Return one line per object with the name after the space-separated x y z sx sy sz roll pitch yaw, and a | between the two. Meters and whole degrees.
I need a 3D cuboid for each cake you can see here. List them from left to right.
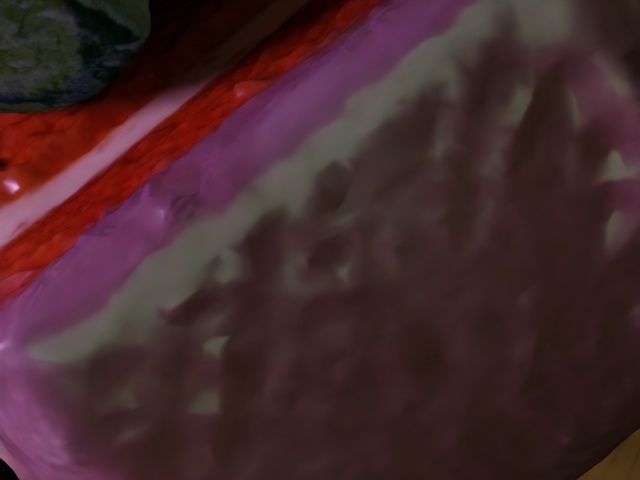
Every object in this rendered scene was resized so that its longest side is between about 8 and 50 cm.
0.000 0.000 0.755 0.309 0.237 0.230 -37 117 -6 | cake

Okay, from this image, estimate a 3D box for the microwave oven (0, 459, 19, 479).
-0.160 0.192 0.813 0.163 0.129 0.205 -40 119 2 | microwave oven

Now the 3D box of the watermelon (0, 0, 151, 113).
-0.155 -0.176 0.675 0.201 0.213 0.262 -51 126 -18 | watermelon
